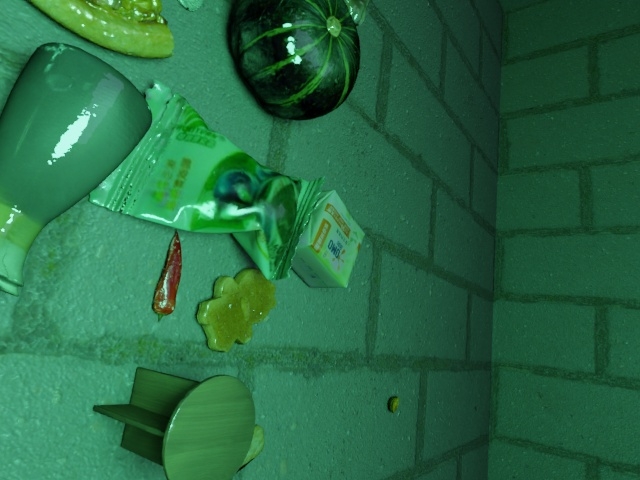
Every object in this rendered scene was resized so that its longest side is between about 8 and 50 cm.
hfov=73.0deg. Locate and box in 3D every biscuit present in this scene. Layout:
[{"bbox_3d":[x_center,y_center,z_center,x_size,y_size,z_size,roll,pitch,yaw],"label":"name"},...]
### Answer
[{"bbox_3d":[-0.174,0.464,0.952,0.147,0.018,0.071,-17,99,-51],"label":"biscuit"},{"bbox_3d":[-0.177,0.141,0.951,0.225,0.036,0.166,-43,123,-49],"label":"biscuit"}]

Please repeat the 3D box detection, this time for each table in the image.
[{"bbox_3d":[-0.243,0.286,0.692,0.167,0.226,0.167,5,84,-54],"label":"table"}]

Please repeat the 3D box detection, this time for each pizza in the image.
[{"bbox_3d":[-0.372,-0.465,0.665,0.409,0.113,0.278,52,54,-41],"label":"pizza"}]

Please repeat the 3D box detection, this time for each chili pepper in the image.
[{"bbox_3d":[-0.282,0.066,0.818,0.045,0.027,0.178,25,67,-49],"label":"chili pepper"}]

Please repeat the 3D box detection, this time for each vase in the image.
[{"bbox_3d":[-0.385,-0.093,0.591,0.173,0.173,0.321,43,62,-44],"label":"vase"}]

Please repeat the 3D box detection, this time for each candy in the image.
[{"bbox_3d":[-0.195,-0.104,0.841,0.397,0.171,0.263,30,60,-35],"label":"candy"}]

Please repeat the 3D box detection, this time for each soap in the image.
[{"bbox_3d":[0.000,0.000,1.110,0.199,0.138,0.182,51,51,-40],"label":"soap"}]

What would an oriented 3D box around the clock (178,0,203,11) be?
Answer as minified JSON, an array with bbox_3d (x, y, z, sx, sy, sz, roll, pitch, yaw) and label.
[{"bbox_3d":[-0.269,-0.511,0.880,0.074,0.010,0.083,53,48,-37],"label":"clock"}]

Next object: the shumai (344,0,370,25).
[{"bbox_3d":[0.055,-0.711,1.238,0.186,0.183,0.218,99,3,-53],"label":"shumai"}]

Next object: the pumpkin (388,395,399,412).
[{"bbox_3d":[0.253,0.572,1.514,0.083,0.028,0.050,21,73,-60],"label":"pumpkin"}]

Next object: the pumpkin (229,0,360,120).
[{"bbox_3d":[-0.052,-0.439,0.976,0.323,0.241,0.324,8,81,-55],"label":"pumpkin"}]
